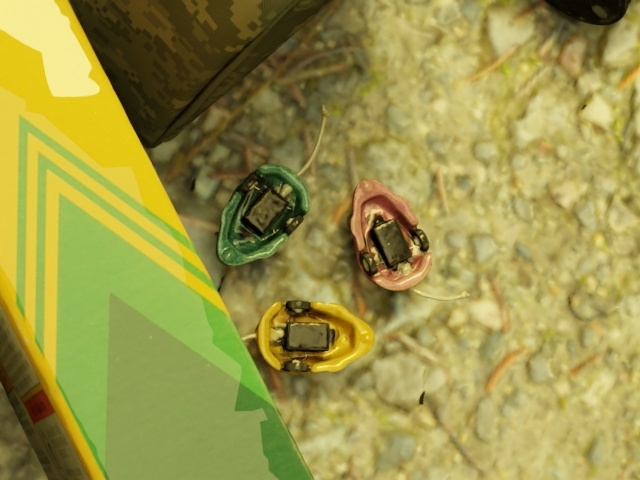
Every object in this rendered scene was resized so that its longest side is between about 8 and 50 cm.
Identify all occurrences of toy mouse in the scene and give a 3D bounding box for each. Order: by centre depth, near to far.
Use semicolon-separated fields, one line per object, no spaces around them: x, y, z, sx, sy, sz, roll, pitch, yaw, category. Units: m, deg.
0.000;0.000;0.785;0.161;0.031;0.143;-2;82;-15;toy mouse

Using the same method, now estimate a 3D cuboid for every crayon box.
-0.118;0.014;0.661;0.083;0.203;0.323;-28;89;-18;crayon box

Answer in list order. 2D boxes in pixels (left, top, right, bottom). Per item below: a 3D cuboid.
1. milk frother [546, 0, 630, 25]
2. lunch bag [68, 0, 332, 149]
0.164;-0.218;0.805;0.129;0.143;0.135;40;76;2;milk frother
-0.074;-0.211;0.664;0.212;0.305;0.256;-45;97;-19;lunch bag
